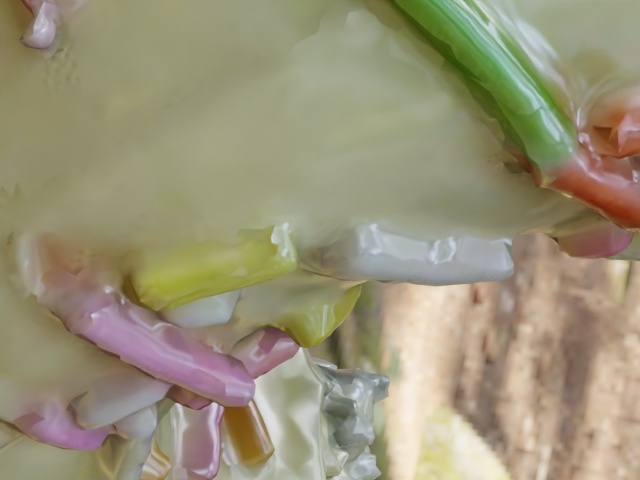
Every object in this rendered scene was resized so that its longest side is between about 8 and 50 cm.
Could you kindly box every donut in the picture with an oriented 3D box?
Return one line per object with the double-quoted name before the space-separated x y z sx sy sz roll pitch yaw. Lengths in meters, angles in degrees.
"donut" 0.000 -0.006 0.473 0.307 0.371 0.150 18 44 -43
